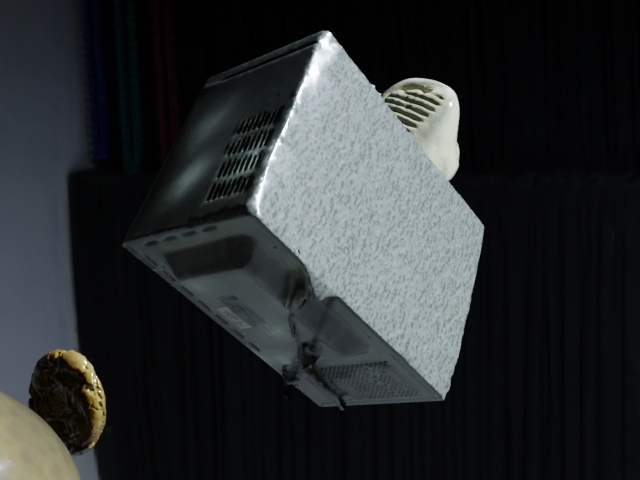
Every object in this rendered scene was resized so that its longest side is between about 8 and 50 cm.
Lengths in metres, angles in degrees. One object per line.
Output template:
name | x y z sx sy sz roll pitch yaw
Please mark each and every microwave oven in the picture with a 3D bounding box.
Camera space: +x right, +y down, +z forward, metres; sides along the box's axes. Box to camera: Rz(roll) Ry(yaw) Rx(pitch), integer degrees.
microwave oven | 0.000 0.000 1.172 0.236 0.374 0.432 -12 -43 40

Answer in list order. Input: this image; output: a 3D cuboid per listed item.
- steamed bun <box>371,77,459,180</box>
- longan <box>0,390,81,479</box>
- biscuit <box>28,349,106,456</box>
steamed bun | 0.134 -0.149 1.789 0.342 0.255 0.368 19 63 46
longan | -0.386 0.271 0.844 0.288 0.350 0.288 -20 42 19
biscuit | -0.511 0.325 1.678 0.226 0.226 0.042 3 8 33
